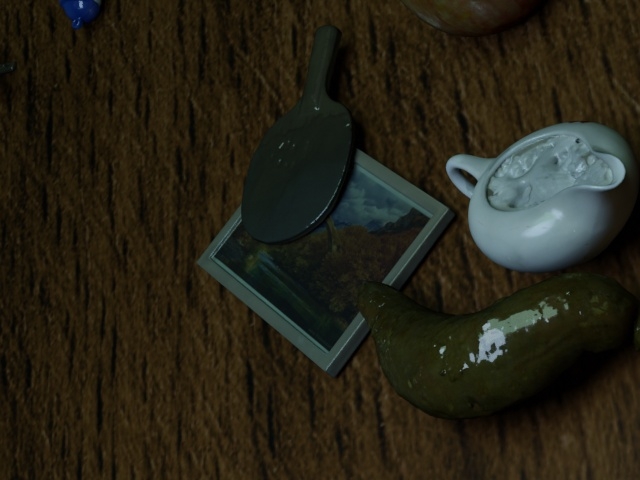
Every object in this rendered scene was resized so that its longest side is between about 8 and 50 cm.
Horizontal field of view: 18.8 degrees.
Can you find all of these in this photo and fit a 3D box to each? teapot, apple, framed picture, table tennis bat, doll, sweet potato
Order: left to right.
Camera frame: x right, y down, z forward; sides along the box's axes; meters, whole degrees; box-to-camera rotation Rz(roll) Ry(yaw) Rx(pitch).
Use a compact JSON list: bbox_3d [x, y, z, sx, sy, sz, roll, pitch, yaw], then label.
[{"bbox_3d":[-0.268,-0.305,2.219,0.099,0.058,0.143,-11,61,37],"label":"doll"},{"bbox_3d":[-0.013,-0.101,1.836,0.131,0.022,0.234,-10,57,41],"label":"table tennis bat"},{"bbox_3d":[0.000,0.000,1.773,0.184,0.016,0.250,-52,40,1],"label":"framed picture"},{"bbox_3d":[0.132,-0.258,1.746,0.146,0.131,0.146,-30,40,28],"label":"apple"},{"bbox_3d":[0.132,0.085,1.528,0.310,0.098,0.124,-5,39,43],"label":"sweet potato"},{"bbox_3d":[0.183,-0.034,1.558,0.145,0.092,0.226,-48,30,-22],"label":"teapot"}]

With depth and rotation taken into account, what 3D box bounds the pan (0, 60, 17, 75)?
[{"bbox_3d":[-0.416,-0.174,2.266,0.128,0.048,0.202,-55,39,0],"label":"pan"}]
